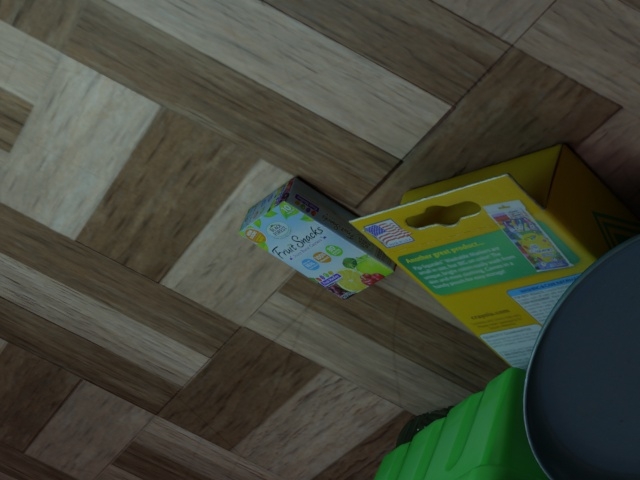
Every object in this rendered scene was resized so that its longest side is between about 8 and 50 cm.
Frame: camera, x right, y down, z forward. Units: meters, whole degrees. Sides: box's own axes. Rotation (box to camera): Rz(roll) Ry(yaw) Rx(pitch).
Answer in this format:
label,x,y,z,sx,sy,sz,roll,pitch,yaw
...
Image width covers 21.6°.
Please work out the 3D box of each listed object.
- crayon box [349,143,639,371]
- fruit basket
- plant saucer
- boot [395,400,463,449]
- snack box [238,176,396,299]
label,x,y,z,sx,sy,sz,roll,pitch,yaw
crayon box,0.211,0.024,1.611,0.203,0.083,0.323,-16,133,44
fruit basket,0.191,0.367,1.713,0.283,0.392,0.392,22,149,-17
plant saucer,0.330,0.113,1.555,0.318,0.043,0.317,-6,117,-13
boot,0.254,0.281,1.981,0.269,0.089,0.236,38,150,-28
snack box,0.000,0.000,1.740,0.141,0.037,0.100,33,145,-18
